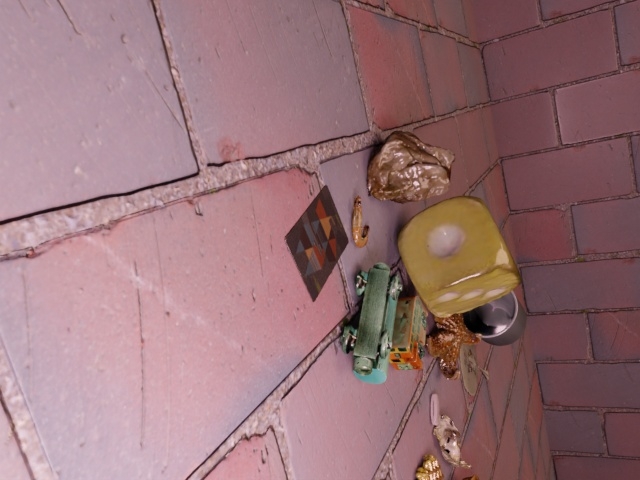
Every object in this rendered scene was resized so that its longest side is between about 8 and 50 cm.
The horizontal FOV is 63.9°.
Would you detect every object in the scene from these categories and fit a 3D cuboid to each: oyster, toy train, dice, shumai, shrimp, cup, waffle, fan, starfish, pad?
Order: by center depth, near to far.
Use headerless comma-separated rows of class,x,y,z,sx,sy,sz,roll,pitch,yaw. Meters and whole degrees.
pad,0.000,0.000,0.972,0.143,0.003,0.211,67,31,-25
toy train,0.111,0.173,1.053,0.159,0.101,0.248,74,26,-48
shrimp,0.089,-0.041,1.128,0.083,0.023,0.114,-2,90,-64
toy train,0.206,0.215,1.226,0.099,0.072,0.188,47,43,-36
shumai,0.232,-0.187,1.254,0.218,0.185,0.184,-13,94,-62
waffle,0.273,0.629,1.273,0.191,0.038,0.191,24,62,-56
dice,0.347,0.044,1.297,0.233,0.238,0.227,42,27,-54
oyster,0.357,0.580,1.445,0.106,0.061,0.200,-26,104,-42
starfish,0.383,0.246,1.507,0.303,0.113,0.312,65,35,-29
cup,0.618,0.266,1.827,0.312,0.205,0.205,33,55,-55
fan,0.578,0.464,1.900,0.415,0.012,0.233,34,54,-53

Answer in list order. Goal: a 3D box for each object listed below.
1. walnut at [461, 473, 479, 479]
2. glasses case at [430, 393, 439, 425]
walnut,0.422,0.778,1.456,0.167,0.087,0.211,19,59,-55
glasses case,0.315,0.464,1.409,0.032,0.021,0.083,39,50,-55
